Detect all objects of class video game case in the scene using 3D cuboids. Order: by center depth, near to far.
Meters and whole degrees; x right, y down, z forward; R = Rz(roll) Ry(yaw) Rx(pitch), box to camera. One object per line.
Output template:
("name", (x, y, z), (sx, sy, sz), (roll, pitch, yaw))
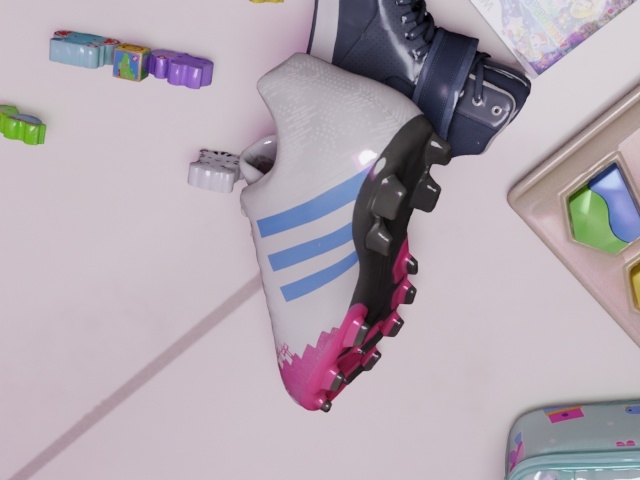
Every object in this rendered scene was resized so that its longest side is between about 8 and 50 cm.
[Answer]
("video game case", (0.177, -0.187, 0.715), (0.122, 0.011, 0.087), (-38, 104, 21))

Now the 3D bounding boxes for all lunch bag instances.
("lunch bag", (0.263, 0.276, 0.850), (0.224, 0.108, 0.279), (-5, 112, 10))

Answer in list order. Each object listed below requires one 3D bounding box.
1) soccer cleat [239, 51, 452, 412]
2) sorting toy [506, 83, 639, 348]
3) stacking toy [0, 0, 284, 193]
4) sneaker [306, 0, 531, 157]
("soccer cleat", (0.000, 0.000, 0.749), (0.143, 0.116, 0.331), (36, 142, 19))
("sorting toy", (0.279, -0.019, 0.758), (0.193, 0.038, 0.208), (-41, 102, 21))
("stacking toy", (-0.147, -0.142, 0.763), (0.221, 0.052, 0.167), (13, 113, 4))
("sneaker", (0.077, -0.160, 0.692), (0.163, 0.086, 0.226), (17, 125, 12))
